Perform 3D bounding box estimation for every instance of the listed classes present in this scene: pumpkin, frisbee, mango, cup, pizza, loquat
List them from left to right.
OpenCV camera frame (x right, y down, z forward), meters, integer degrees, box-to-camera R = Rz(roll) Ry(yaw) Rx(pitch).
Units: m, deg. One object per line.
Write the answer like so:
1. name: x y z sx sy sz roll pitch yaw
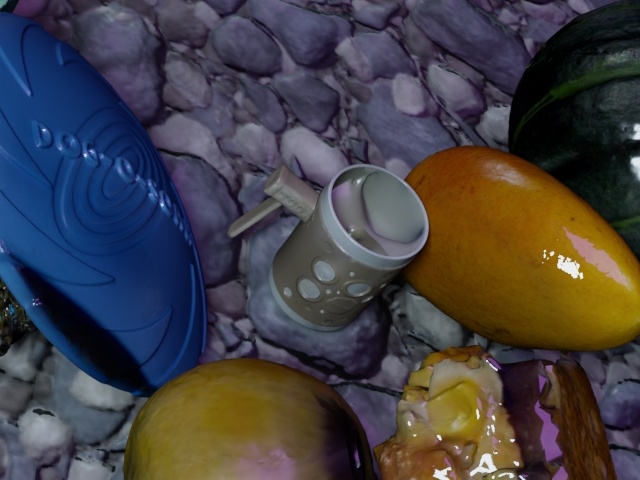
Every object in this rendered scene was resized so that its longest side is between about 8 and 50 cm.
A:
1. frisbee: -0.124 -0.027 0.783 0.242 0.045 0.242 52 21 -30
2. loquat: -0.040 0.136 0.729 0.163 0.137 0.163 6 71 -17
3. cup: 0.002 0.007 0.883 0.102 0.099 0.074 7 53 -27
4. mango: 0.125 0.014 0.899 0.102 0.141 0.217 -24 32 -31
5. pizza: 0.116 0.187 0.745 0.277 0.114 0.409 58 22 -33
6. pumpkin: 0.235 -0.051 1.008 0.250 0.216 0.250 38 38 -37

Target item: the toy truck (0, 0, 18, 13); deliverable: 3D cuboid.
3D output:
1. toy truck: -0.318 -0.189 0.793 0.279 0.156 0.155 35 45 -4

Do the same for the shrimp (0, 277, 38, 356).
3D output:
1. shrimp: -0.165 -0.008 0.805 0.076 0.082 0.174 8 45 -22
